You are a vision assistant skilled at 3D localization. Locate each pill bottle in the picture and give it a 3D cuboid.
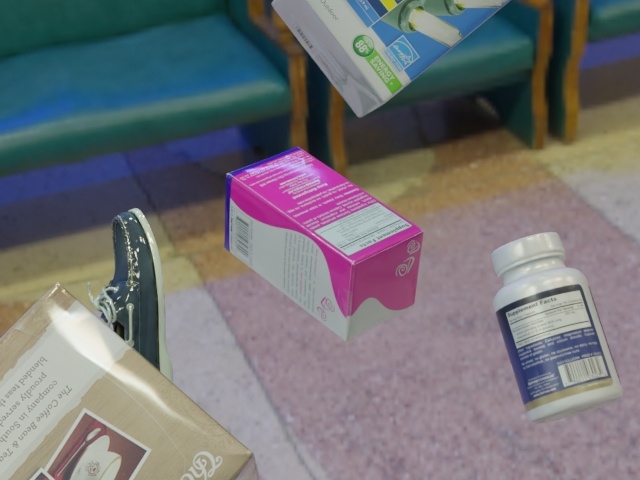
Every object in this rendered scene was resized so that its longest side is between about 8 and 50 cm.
[{"bbox_3d":[0.220,0.082,1.246,0.094,0.094,0.169,-12,75,-12],"label":"pill bottle"}]

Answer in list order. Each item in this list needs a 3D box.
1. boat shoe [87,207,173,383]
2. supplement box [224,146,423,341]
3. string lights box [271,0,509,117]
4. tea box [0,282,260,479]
[{"bbox_3d":[-0.229,0.091,1.549,0.079,0.255,0.095,-7,5,-19],"label":"boat shoe"},{"bbox_3d":[0.000,0.000,1.487,0.114,0.111,0.220,-24,45,-33],"label":"supplement box"},{"bbox_3d":[0.099,-0.245,1.181,0.259,0.133,0.077,-41,7,-16],"label":"string lights box"},{"bbox_3d":[-0.236,0.255,1.112,0.220,0.323,0.329,40,76,9],"label":"tea box"}]
